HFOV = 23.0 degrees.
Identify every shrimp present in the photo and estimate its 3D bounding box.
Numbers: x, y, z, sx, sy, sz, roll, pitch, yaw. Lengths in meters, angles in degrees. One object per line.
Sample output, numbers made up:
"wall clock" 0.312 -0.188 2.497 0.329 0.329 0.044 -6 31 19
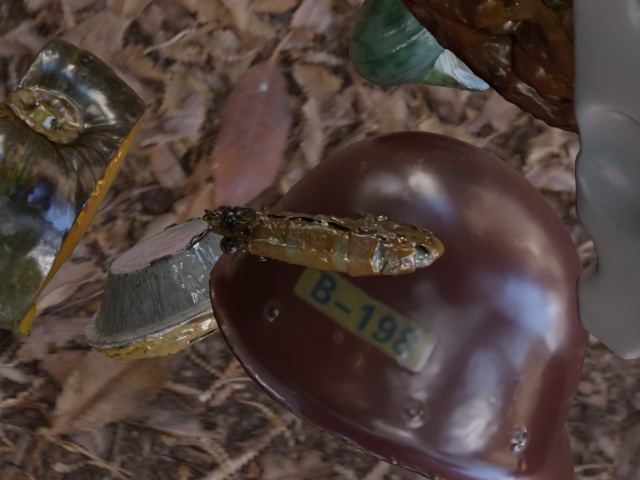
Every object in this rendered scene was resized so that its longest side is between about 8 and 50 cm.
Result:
"shrimp" 0.000 0.000 1.160 0.184 0.091 0.043 7 107 7

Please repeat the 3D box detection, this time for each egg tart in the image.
"egg tart" -0.151 0.041 1.657 0.234 0.234 0.094 -32 106 -17

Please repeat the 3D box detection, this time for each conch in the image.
"conch" 0.107 -0.215 1.517 0.176 0.188 0.122 -31 66 12

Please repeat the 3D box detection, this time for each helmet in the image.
"helmet" 0.111 0.034 1.412 0.385 0.337 0.230 36 114 18

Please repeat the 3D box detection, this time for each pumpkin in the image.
"pumpkin" -0.279 -0.045 1.480 0.139 0.222 0.317 28 34 -8

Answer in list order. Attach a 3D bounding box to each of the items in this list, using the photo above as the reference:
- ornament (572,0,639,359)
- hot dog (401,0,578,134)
"ornament" 0.265 -0.045 0.617 0.239 0.240 0.239 -26 131 -22
"hot dog" 0.153 -0.182 0.905 0.387 0.267 0.174 32 75 15
